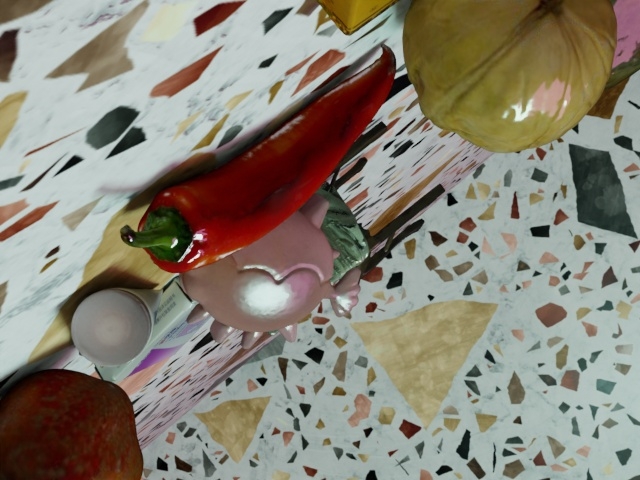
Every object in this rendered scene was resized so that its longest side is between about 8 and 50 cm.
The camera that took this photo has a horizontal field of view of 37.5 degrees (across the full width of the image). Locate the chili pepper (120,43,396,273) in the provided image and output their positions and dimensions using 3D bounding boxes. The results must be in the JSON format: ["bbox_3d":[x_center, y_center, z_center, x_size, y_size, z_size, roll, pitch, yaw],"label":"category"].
[{"bbox_3d":[-0.064,-0.068,0.918,0.368,0.092,0.137,-42,157,-36],"label":"chili pepper"}]

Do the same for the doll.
[{"bbox_3d":[-0.059,0.035,1.104,0.262,0.093,0.211,13,110,-32],"label":"doll"}]

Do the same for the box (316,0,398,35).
[{"bbox_3d":[0.064,-0.231,0.549,0.152,0.070,0.237,-38,170,-10],"label":"box"}]

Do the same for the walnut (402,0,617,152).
[{"bbox_3d":[0.173,-0.180,0.891,0.195,0.195,0.221,-38,176,-5],"label":"walnut"}]

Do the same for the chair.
[{"bbox_3d":[0.000,0.000,1.300,0.319,0.160,0.186,-39,171,-15],"label":"chair"}]

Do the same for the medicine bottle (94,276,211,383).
[{"bbox_3d":[-0.214,0.113,1.354,0.201,0.052,0.171,-44,171,23],"label":"medicine bottle"}]

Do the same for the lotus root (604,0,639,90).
[{"bbox_3d":[0.340,-0.293,1.153,0.314,0.210,0.142,-58,175,30],"label":"lotus root"}]

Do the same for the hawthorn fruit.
[{"bbox_3d":[-0.332,0.265,1.113,0.208,0.208,0.248,-42,172,26],"label":"hawthorn fruit"}]

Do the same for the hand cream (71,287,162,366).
[{"bbox_3d":[-0.234,0.095,1.097,0.133,0.083,0.248,-37,-177,-11],"label":"hand cream"}]
